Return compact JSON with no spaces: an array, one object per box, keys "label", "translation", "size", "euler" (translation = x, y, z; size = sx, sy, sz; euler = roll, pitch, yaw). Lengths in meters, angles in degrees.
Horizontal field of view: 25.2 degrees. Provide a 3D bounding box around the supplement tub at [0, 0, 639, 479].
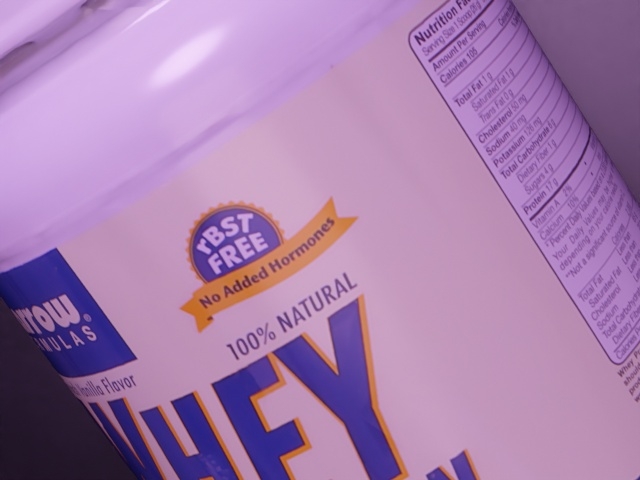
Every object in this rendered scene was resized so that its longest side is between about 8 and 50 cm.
[{"label":"supplement tub","translation":[0.000,0.000,0.586],"size":[0.235,0.235,0.325],"euler":[-33,102,9]}]
